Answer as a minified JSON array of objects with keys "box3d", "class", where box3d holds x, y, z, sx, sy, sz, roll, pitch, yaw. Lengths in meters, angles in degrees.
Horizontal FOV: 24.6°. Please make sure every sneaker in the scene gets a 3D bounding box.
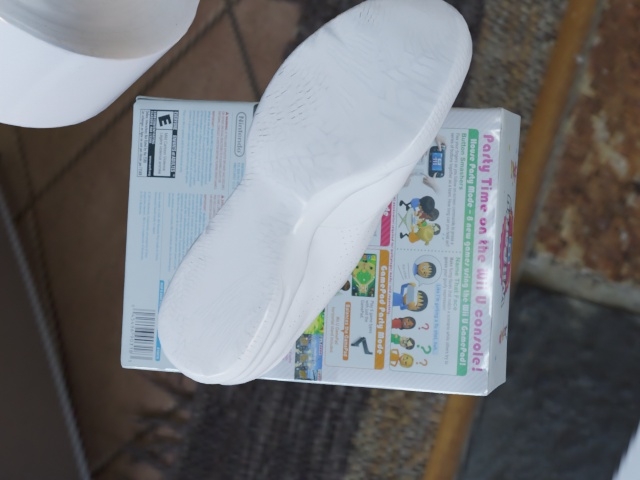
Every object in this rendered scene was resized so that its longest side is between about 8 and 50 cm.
[{"box3d":[0.004,-0.023,0.717,0.080,0.094,0.212,38,96,24],"class":"sneaker"}]

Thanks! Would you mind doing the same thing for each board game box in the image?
[{"box3d":[0.000,0.000,1.190,0.303,0.097,0.224,4,91,16],"class":"board game box"}]

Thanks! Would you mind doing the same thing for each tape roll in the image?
[{"box3d":[-0.230,-0.227,1.091,0.100,0.286,0.286,-35,55,37],"class":"tape roll"}]
